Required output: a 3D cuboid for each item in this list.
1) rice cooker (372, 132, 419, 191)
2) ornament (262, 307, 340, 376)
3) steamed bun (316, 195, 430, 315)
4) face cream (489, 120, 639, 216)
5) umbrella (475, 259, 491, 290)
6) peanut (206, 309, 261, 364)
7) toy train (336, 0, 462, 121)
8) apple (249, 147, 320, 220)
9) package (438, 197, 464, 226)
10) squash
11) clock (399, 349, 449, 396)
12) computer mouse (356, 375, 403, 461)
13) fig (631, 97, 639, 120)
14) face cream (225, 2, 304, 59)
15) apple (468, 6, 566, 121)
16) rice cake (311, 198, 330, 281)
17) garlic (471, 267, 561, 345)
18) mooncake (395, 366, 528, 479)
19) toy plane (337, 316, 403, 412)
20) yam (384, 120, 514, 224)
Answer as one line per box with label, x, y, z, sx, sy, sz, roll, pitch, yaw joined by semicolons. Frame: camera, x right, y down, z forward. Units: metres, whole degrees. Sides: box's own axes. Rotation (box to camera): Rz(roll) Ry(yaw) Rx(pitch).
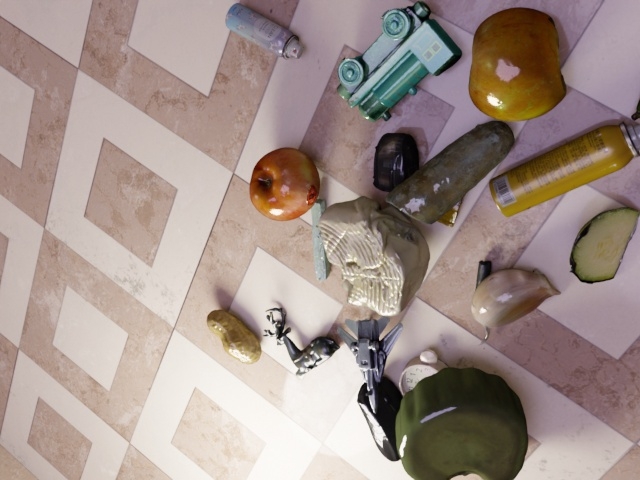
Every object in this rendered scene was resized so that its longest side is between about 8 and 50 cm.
rice cooker;0.193;-0.194;1.523;0.106;0.112;0.165;17;113;28
ornament;-0.076;0.294;1.853;0.236;0.080;0.202;52;126;3
steamed bun;0.156;0.026;1.570;0.275;0.206;0.320;-16;100;46
face cream;0.562;-0.167;1.344;0.348;0.105;0.105;-27;94;32
umbrella;0.425;0.114;1.558;0.036;0.031;0.133;11;113;23
peanut;-0.285;0.315;1.955;0.226;0.108;0.095;46;127;8
toy train;0.179;-0.425;1.449;0.194;0.120;0.298;48;122;-1
apple;-0.100;-0.154;1.644;0.209;0.164;0.210;-8;76;37
package;0.326;-0.096;1.526;0.071;0.047;0.131;25;115;15
squash;0.621;-0.001;1.373;0.085;0.184;0.192;44;129;55
clock;0.308;0.408;1.706;0.155;0.063;0.229;9;114;22
computer mouse;0.207;0.526;1.751;0.086;0.137;0.270;-16;100;45
fig;0.713;-0.319;1.220;0.117;0.117;0.177;47;140;5
face cream;-0.145;-0.554;1.595;0.229;0.075;0.075;32;119;14
apple;0.428;-0.374;1.283;0.207;0.237;0.237;4;110;12
rice cake;0.000;0.000;1.730;0.042;0.045;0.245;3;108;24
garlic;0.450;0.165;1.518;0.148;0.128;0.266;50;127;4
mooncake;0.370;0.499;1.583;0.351;0.187;0.352;3;117;5
toy plane;0.138;0.354;1.693;0.212;0.088;0.268;-8;75;30
yam;0.319;-0.161;1.427;0.330;0.133;0.133;-40;86;9
